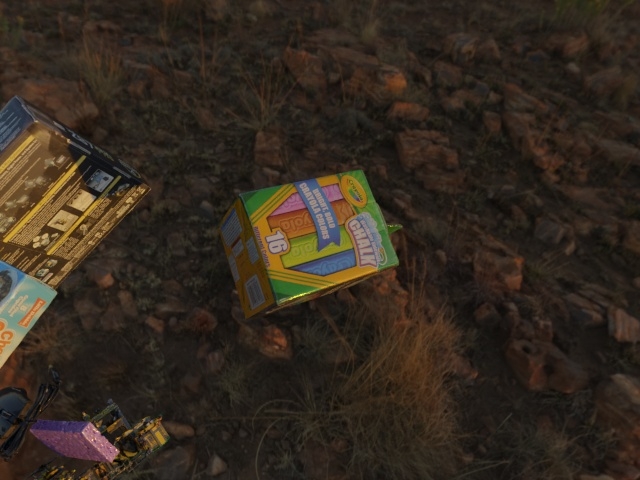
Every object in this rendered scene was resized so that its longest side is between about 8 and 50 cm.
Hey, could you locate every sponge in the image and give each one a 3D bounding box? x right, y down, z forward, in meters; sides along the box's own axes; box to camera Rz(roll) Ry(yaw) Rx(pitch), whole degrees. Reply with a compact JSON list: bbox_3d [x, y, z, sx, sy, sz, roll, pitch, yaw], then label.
[{"bbox_3d":[-0.584,0.471,1.077,0.210,0.117,0.031,-9,32,28],"label":"sponge"}]

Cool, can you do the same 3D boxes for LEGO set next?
[{"bbox_3d":[-0.596,0.548,1.209,0.331,0.255,0.192,-33,90,-41],"label":"LEGO set"}]

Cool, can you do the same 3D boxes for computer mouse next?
[{"bbox_3d":[-0.675,0.350,1.018,0.262,0.060,0.184,6,60,50],"label":"computer mouse"}]

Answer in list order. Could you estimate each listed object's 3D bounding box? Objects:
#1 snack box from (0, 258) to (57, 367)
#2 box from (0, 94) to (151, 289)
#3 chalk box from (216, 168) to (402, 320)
[{"bbox_3d":[-0.497,0.159,0.555,0.187,0.060,0.321,17,66,26],"label":"snack box"},{"bbox_3d":[-0.583,-0.043,0.904,0.395,0.318,0.097,-46,69,1],"label":"box"},{"bbox_3d":[0.000,0.000,0.782,0.289,0.180,0.179,-16,80,-28],"label":"chalk box"}]
